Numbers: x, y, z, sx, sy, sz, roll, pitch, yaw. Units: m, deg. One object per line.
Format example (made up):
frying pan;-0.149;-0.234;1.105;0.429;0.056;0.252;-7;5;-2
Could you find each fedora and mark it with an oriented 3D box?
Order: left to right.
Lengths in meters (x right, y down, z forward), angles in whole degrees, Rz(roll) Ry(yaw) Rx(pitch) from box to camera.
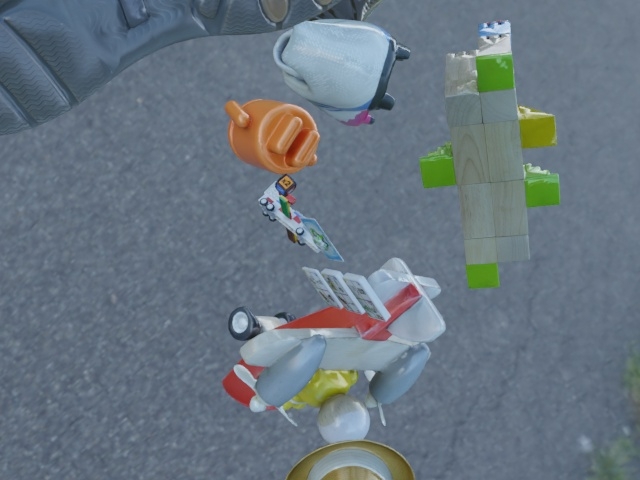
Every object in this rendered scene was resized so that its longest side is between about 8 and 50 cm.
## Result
fedora;0.042;0.354;1.226;0.194;0.194;0.079;35;22;-22

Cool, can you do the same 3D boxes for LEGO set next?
LEGO set;0.000;0.000;1.318;0.060;0.182;0.244;-42;111;-18

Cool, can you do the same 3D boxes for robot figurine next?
robot figurine;-0.088;-0.189;1.652;0.158;0.219;0.128;-9;106;-27

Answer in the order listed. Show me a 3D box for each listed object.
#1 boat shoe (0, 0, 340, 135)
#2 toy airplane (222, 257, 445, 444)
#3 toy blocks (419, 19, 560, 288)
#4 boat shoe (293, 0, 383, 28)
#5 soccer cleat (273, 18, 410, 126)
boat shoe;-0.095;-0.170;0.516;0.324;0.123;0.116;-26;38;-23
toy airplane;0.042;0.199;1.521;0.386;0.384;0.272;-7;72;-13
toy blocks;0.258;-0.156;1.420;0.261;0.191;0.381;-77;159;-54
boat shoe;0.043;-0.386;1.438;0.109;0.098;0.302;39;68;-17
soccer cleat;0.018;-0.209;1.092;0.143;0.116;0.331;19;3;-3
